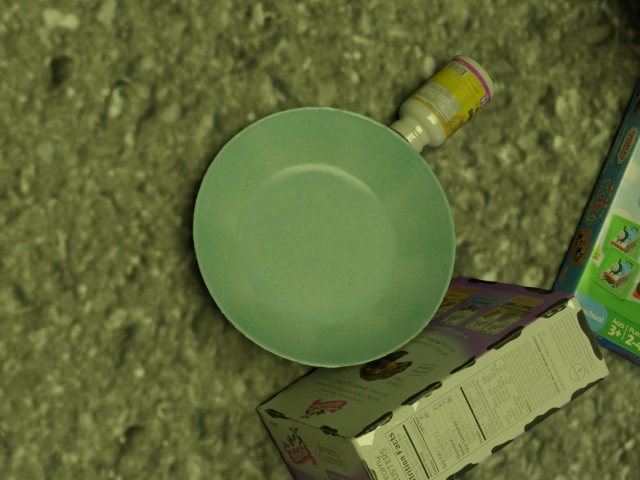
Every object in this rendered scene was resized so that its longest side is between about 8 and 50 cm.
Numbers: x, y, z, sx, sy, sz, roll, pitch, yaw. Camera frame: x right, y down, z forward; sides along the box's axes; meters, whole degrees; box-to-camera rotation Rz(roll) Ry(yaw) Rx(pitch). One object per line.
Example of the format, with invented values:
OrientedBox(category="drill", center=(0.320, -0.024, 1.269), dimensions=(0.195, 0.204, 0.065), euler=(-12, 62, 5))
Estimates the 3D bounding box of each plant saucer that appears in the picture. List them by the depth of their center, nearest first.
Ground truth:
OrientedBox(category="plant saucer", center=(0.000, 0.000, 1.415), dimensions=(0.195, 0.037, 0.195), euler=(4, 74, -14))

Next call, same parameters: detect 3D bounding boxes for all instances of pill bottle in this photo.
OrientedBox(category="pill bottle", center=(0.089, -0.099, 1.468), dimensions=(0.083, 0.043, 0.043), euler=(-42, 106, -18))

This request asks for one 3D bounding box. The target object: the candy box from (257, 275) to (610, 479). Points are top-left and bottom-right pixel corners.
OrientedBox(category="candy box", center=(0.077, 0.108, 1.395), dimensions=(0.196, 0.165, 0.070), euler=(-32, 106, -20))

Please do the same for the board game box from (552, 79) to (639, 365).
OrientedBox(category="board game box", center=(0.286, -0.003, 1.558), dimensions=(0.160, 0.039, 0.211), euler=(27, 79, -22))
